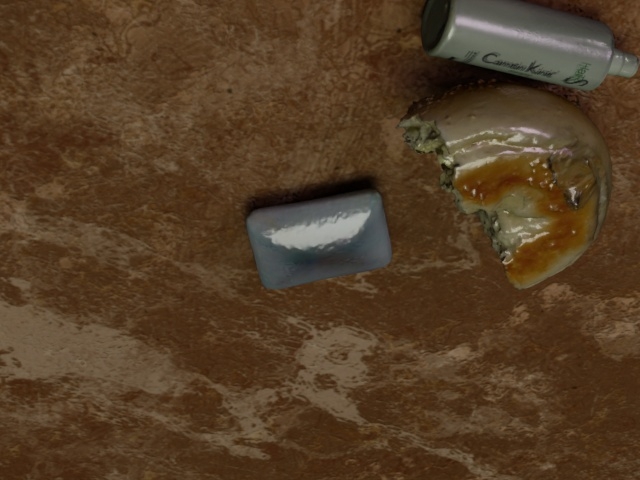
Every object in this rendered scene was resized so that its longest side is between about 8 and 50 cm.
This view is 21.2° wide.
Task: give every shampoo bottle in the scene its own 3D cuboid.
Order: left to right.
[{"bbox_3d":[0.248,-0.226,1.956,0.262,0.085,0.085,11,133,-21],"label":"shampoo bottle"}]

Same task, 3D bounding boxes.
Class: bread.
[{"bbox_3d":[0.241,-0.095,2.029,0.192,0.171,0.314,-30,134,17],"label":"bread"}]

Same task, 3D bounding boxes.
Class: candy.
[{"bbox_3d":[0.000,0.000,2.157,0.174,0.071,0.138,-11,137,1],"label":"candy"}]
